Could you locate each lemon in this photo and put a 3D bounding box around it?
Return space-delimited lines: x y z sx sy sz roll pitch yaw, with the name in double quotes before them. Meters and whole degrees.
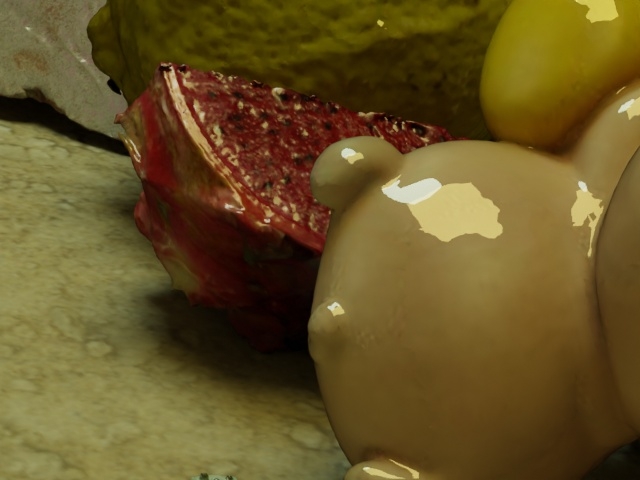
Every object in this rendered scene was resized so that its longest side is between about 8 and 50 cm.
"lemon" 0.012 -0.149 1.206 0.322 0.268 0.268 -18 26 -2

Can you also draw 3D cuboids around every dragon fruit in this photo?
"dragon fruit" -0.001 0.012 1.088 0.274 0.161 0.126 12 53 -27

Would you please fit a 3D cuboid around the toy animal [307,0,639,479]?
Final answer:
"toy animal" 0.174 0.001 0.915 0.345 0.277 0.247 -8 11 -36

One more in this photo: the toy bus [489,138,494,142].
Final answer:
"toy bus" 0.194 -0.044 1.343 0.236 0.079 0.094 -11 33 -43

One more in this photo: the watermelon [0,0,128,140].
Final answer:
"watermelon" -0.107 -0.182 1.456 0.292 0.319 0.222 30 -11 14

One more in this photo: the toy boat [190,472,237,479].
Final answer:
"toy boat" -0.048 0.127 0.873 0.083 0.038 0.038 10 22 -4
